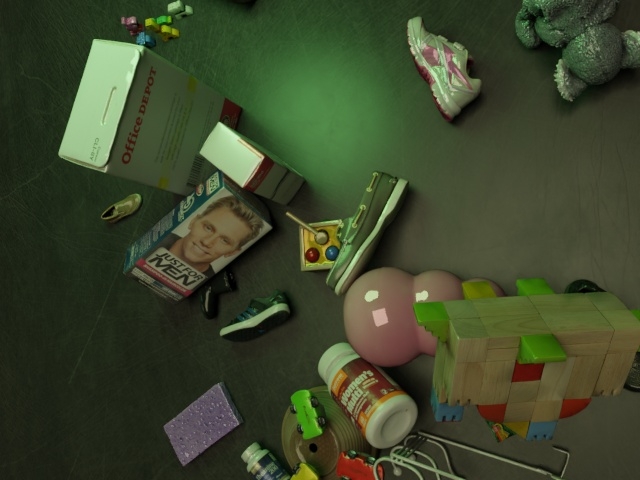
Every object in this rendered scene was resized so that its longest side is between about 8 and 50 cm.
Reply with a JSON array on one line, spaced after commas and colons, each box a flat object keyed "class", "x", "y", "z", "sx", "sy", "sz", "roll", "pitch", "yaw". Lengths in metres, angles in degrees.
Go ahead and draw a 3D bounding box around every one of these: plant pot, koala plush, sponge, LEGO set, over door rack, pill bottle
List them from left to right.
[{"class": "LEGO set", "x": -0.492, "y": -0.630, "z": 1.475, "sx": 0.227, "sy": 0.093, "sz": 0.087, "roll": -9, "pitch": 81, "yaw": 22}, {"class": "sponge", "x": -0.302, "y": 0.472, "z": 1.298, "sx": 0.210, "sy": 0.031, "sz": 0.117, "roll": -40, "pitch": 71, "yaw": 14}, {"class": "pill bottle", "x": -0.131, "y": 0.542, "z": 1.196, "sx": 0.120, "sy": 0.067, "sz": 0.067, "roll": 41, "pitch": 100, "yaw": 22}, {"class": "plant pot", "x": 0.005, "y": 0.450, "z": 1.126, "sx": 0.237, "sy": 0.110, "sz": 0.237, "roll": -2, "pitch": 84, "yaw": 24}, {"class": "pill bottle", "x": 0.091, "y": 0.315, "z": 1.058, "sx": 0.221, "sy": 0.121, "sz": 0.121, "roll": 37, "pitch": 100, "yaw": 51}, {"class": "over door rack", "x": 0.286, "y": 0.441, "z": 0.933, "sx": 0.324, "sy": 0.239, "sz": 0.108, "roll": -2, "pitch": 81, "yaw": 24}, {"class": "koala plush", "x": 0.508, "y": -0.398, "z": 0.977, "sx": 0.196, "sy": 0.203, "sz": 0.221, "roll": -22, "pitch": 88, "yaw": 20}]

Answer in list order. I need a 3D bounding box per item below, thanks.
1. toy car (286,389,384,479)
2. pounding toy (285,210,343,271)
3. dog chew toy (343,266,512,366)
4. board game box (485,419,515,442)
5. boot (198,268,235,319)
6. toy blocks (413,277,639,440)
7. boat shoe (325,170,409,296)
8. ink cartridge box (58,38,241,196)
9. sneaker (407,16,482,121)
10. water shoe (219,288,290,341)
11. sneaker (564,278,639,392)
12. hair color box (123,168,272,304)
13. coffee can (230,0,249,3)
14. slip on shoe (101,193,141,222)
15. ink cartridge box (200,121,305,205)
[{"class": "toy car", "x": 0.003, "y": 0.417, "z": 1.040, "sx": 0.239, "sy": 0.053, "sz": 0.225, "roll": -26, "pitch": 72, "yaw": 21}, {"class": "pounding toy", "x": 0.000, "y": 0.000, "z": 1.184, "sx": 0.130, "sy": 0.100, "sz": 0.141, "roll": -7, "pitch": 82, "yaw": 22}, {"class": "dog chew toy", "x": 0.219, "y": 0.150, "z": 1.028, "sx": 0.332, "sy": 0.206, "sz": 0.206, "roll": -5, "pitch": 82, "yaw": 14}, {"class": "board game box", "x": 0.342, "y": 0.259, "z": 0.958, "sx": 0.136, "sy": 0.030, "sz": 0.259, "roll": -29, "pitch": 108, "yaw": 9}, {"class": "boot", "x": -0.267, "y": 0.136, "z": 1.316, "sx": 0.099, "sy": 0.045, "sz": 0.121, "roll": -21, "pitch": 72, "yaw": 19}, {"class": "toy blocks", "x": 0.348, "y": 0.226, "z": 0.859, "sx": 0.381, "sy": 0.190, "sz": 0.261, "roll": -3, "pitch": 120, "yaw": -2}, {"class": "boat shoe", "x": 0.089, "y": -0.020, "z": 1.114, "sx": 0.091, "sy": 0.109, "sz": 0.305, "roll": 27, "pitch": 74, "yaw": 15}, {"class": "ink cartridge box", "x": -0.392, "y": -0.270, "z": 1.230, "sx": 0.160, "sy": 0.385, "sz": 0.279, "roll": 17, "pitch": 91, "yaw": 24}, {"class": "sneaker", "x": 0.275, "y": -0.394, "z": 1.120, "sx": 0.111, "sy": 0.103, "sz": 0.252, "roll": -27, "pitch": 81, "yaw": 14}, {"class": "water shoe", "x": -0.162, "y": 0.190, "z": 1.262, "sx": 0.203, "sy": 0.073, "sz": 0.080, "roll": -25, "pitch": 48, "yaw": 19}, {"class": "sneaker", "x": 0.527, "y": 0.177, "z": 0.922, "sx": 0.087, "sy": 0.130, "sz": 0.227, "roll": -28, "pitch": 76, "yaw": 20}, {"class": "hair color box", "x": -0.308, "y": -0.004, "z": 1.268, "sx": 0.347, "sy": 0.174, "sz": 0.105, "roll": -38, "pitch": 36, "yaw": 15}, {"class": "coffee can", "x": -0.298, "y": -0.779, "z": 1.351, "sx": 0.275, "sy": 0.201, "sz": 0.201, "roll": 32, "pitch": 97, "yaw": 24}, {"class": "slip on shoe", "x": -0.584, "y": -0.095, "z": 1.480, "sx": 0.135, "sy": 0.041, "sz": 0.051, "roll": -25, "pitch": 75, "yaw": 19}, {"class": "ink cartridge box", "x": -0.157, "y": -0.177, "z": 1.209, "sx": 0.158, "sy": 0.218, "sz": 0.092, "roll": 39, "pitch": 100, "yaw": 22}]
